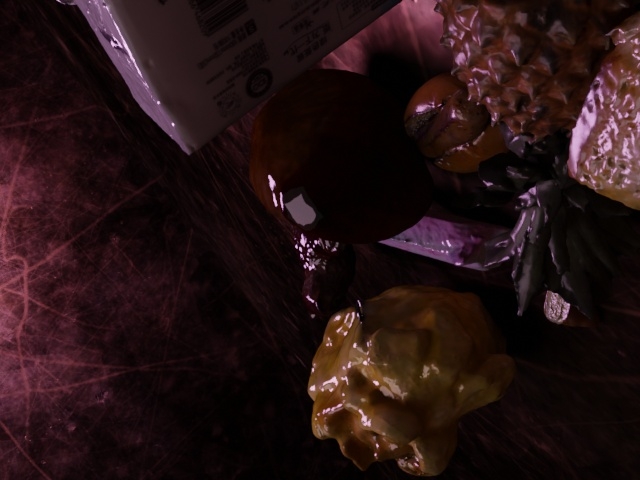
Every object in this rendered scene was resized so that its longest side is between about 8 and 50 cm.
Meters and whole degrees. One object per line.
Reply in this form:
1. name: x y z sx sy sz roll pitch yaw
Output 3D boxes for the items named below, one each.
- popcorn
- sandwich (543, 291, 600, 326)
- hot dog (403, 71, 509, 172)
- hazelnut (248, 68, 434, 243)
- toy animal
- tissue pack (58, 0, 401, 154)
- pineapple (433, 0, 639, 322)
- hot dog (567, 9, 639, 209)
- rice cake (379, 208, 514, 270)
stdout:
1. popcorn: 0.102 0.157 0.919 0.215 0.252 0.286 47 156 3
2. sandwich: 0.228 0.060 0.706 0.031 0.044 0.083 20 149 55
3. hot dog: 0.114 -0.093 0.630 0.090 0.060 0.140 49 164 -11
4. hazelnut: 0.013 -0.073 0.743 0.160 0.170 0.201 66 -174 -50
5. toy animal: -0.001 0.008 1.000 0.116 0.179 0.218 20 158 9
6. tissue pack: -0.064 -0.205 0.544 0.145 0.229 0.159 41 164 37
7. pineapple: 0.150 -0.068 0.498 0.119 0.130 0.277 8 142 25
8. hot dog: 0.218 -0.064 0.305 0.261 0.093 0.123 9 104 64
9. rice cake: 0.063 -0.020 0.812 0.290 0.081 0.051 15 109 42
